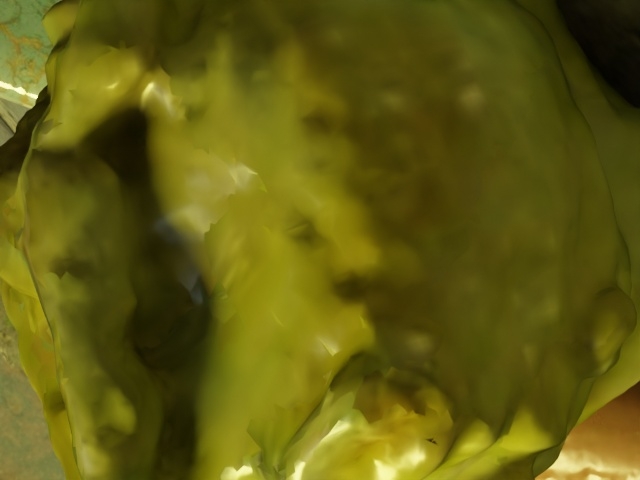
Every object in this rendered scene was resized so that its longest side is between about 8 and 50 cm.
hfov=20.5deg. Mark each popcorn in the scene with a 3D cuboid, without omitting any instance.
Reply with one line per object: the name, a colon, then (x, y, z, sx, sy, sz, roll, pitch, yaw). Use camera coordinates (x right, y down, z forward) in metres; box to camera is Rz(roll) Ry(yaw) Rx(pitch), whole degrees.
popcorn: (-0.003, 0.014, 0.748, 0.312, 0.312, 0.312, 44, 162, 19)

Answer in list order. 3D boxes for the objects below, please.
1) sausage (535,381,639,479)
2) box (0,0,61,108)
sausage: (0.082, 0.085, 0.895, 0.289, 0.086, 0.086, 7, 143, 22)
box: (-0.136, -0.137, 0.882, 0.285, 0.142, 0.044, 20, -161, -10)
